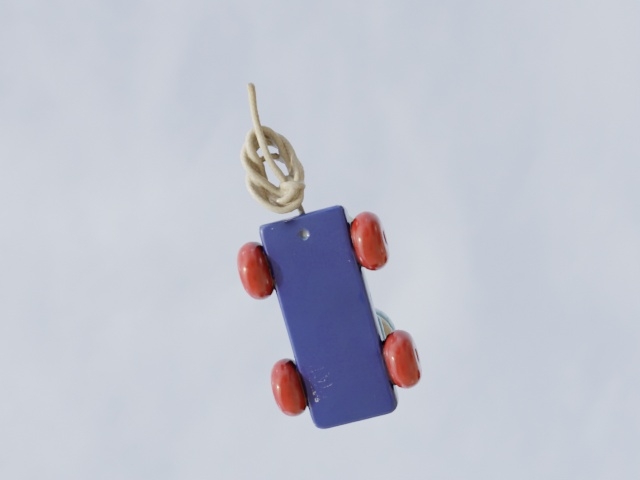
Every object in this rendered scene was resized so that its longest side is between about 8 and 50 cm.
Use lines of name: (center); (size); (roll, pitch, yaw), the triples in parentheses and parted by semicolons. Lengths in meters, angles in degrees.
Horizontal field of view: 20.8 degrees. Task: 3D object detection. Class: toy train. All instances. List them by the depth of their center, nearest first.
toy train: (0.000, 0.000, 1.268); (0.143, 0.105, 0.248); (-49, -56, -79)
